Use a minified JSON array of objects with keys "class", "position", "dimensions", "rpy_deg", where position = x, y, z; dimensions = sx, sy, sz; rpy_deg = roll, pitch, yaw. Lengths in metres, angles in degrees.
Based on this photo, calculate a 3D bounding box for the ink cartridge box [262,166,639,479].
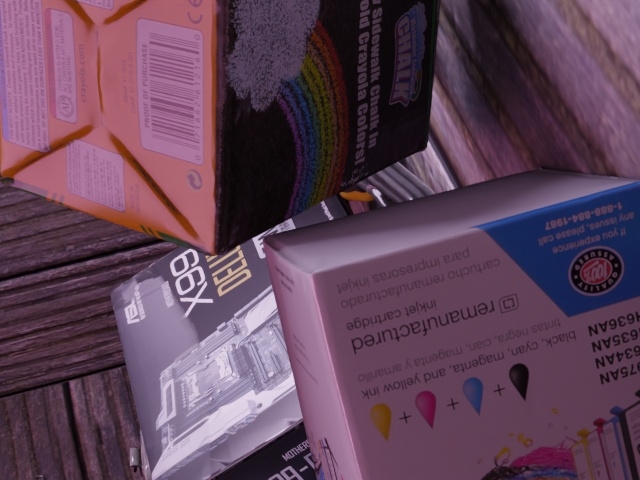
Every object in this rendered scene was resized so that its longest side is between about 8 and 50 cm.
[{"class":"ink cartridge box","position":[0.086,0.097,0.660],"dimensions":[0.168,0.171,0.233],"rpy_deg":[-152,48,-78]}]

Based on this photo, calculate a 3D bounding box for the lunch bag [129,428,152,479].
[{"class":"lunch bag","position":[-0.131,0.348,1.972],"dimensions":[0.256,0.305,0.212],"rpy_deg":[85,166,-52]}]

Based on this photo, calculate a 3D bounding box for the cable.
[{"class":"cable","position":[0.055,-0.067,1.027],"dimensions":[0.287,0.072,0.139],"rpy_deg":[36,141,59]}]

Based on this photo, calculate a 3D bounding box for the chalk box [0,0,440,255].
[{"class":"chalk box","position":[-0.041,-0.136,0.792],"dimensions":[0.179,0.289,0.180],"rpy_deg":[18,118,30]}]

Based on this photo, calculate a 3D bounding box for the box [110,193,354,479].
[{"class":"box","position":[-0.048,0.088,1.111],"dimensions":[0.076,0.242,0.307],"rpy_deg":[54,-174,-36]}]
